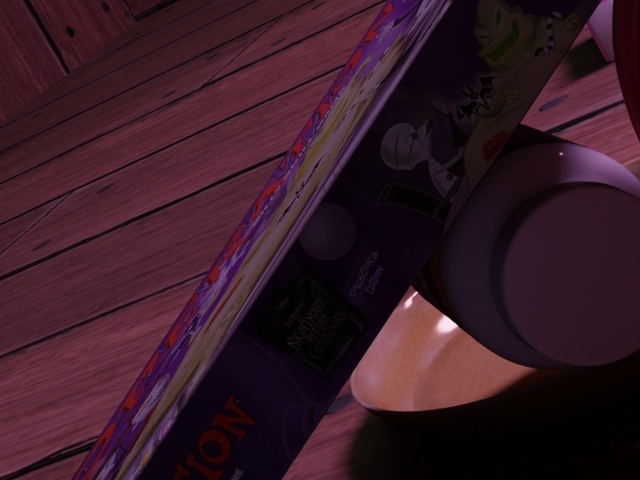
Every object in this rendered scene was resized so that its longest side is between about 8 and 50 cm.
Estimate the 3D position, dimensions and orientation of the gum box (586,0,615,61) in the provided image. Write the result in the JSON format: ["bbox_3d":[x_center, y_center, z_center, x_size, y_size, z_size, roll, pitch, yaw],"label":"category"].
[{"bbox_3d":[0.261,-0.201,1.317,0.188,0.062,0.107,-27,13,11],"label":"gum box"}]

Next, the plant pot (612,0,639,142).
[{"bbox_3d":[0.225,-0.089,0.702,0.191,0.191,0.174,-19,11,40],"label":"plant pot"}]

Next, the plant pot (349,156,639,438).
[{"bbox_3d":[0.123,0.021,0.847,0.236,0.032,0.236,-29,12,7],"label":"plant pot"}]

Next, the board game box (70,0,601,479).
[{"bbox_3d":[0.000,0.000,0.712,0.347,0.056,0.208,-57,3,3],"label":"board game box"}]

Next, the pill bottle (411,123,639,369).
[{"bbox_3d":[0.081,0.001,0.746,0.086,0.086,0.152,-31,12,-4],"label":"pill bottle"}]
